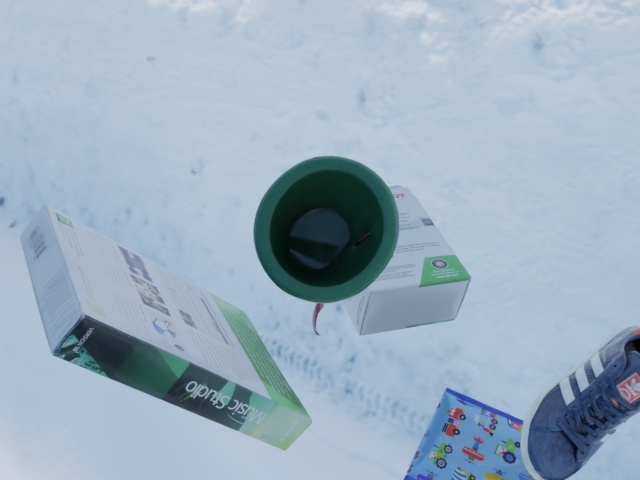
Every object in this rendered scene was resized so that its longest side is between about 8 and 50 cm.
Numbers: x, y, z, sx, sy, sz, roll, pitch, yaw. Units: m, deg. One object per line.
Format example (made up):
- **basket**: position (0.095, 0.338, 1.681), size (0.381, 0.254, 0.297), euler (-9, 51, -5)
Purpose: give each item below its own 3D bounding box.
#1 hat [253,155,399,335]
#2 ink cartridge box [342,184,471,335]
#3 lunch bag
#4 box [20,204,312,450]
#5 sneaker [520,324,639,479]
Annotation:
- **hat**: position (0.000, 0.000, 1.034), size (0.173, 0.183, 0.208), euler (40, 88, 2)
- **ink cartridge box**: position (0.127, 0.030, 1.528), size (0.289, 0.211, 0.121), euler (-117, 28, -45)
- **lunch bag**: position (0.339, 0.447, 1.500), size (0.293, 0.221, 0.138), euler (15, 142, 25)
- **box**: position (-0.173, 0.101, 0.887), size (0.058, 0.322, 0.232), euler (-51, 38, 8)
- **sneaker**: position (0.470, 0.256, 1.278), size (0.131, 0.350, 0.148), euler (47, 159, -1)
